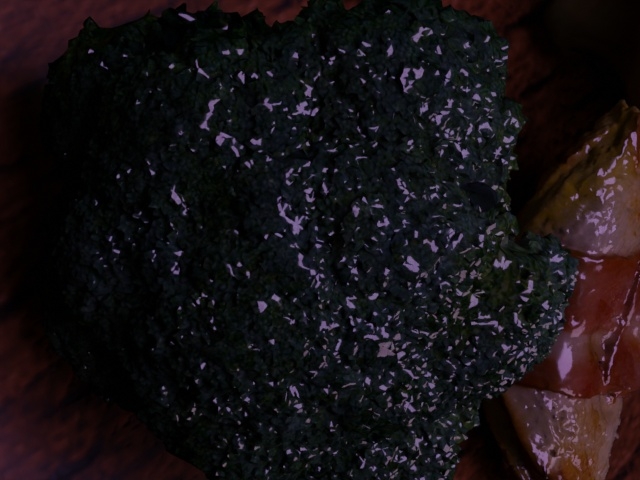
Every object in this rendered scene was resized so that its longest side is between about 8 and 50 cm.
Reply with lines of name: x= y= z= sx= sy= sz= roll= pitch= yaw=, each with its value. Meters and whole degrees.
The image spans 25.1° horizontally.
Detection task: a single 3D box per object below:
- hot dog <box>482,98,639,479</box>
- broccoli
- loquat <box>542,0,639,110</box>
hot dog: x=0.144 y=0.043 z=0.864 sx=0.123 sy=0.093 sz=0.261 roll=12 pitch=94 yaw=-43
broccoli: x=0.000 y=0.000 z=0.690 sx=0.269 sy=0.254 sz=0.269 roll=6 pitch=90 yaw=-73
loquat: x=0.318 y=-0.113 z=0.894 sx=0.359 sy=0.328 sz=0.328 roll=14 pitch=73 yaw=7
